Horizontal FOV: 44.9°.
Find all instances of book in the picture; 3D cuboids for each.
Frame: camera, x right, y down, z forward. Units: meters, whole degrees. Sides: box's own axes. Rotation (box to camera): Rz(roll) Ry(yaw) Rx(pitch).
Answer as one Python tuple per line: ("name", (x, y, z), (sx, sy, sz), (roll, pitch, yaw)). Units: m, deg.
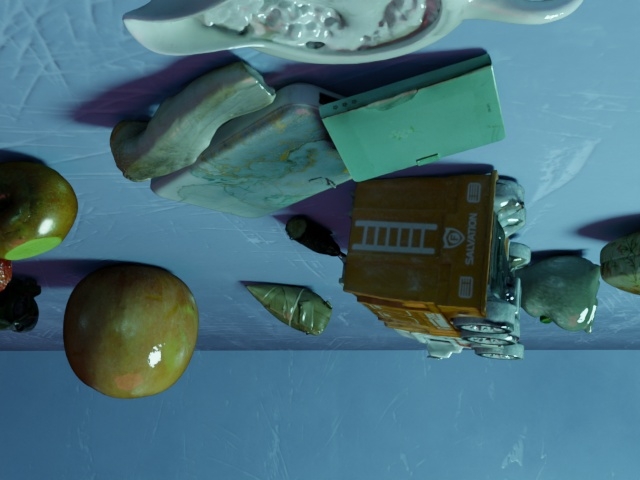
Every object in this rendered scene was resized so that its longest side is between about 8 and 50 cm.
("book", (0.078, -0.094, 0.627), (0.135, 0.017, 0.103), (-16, 149, 12))

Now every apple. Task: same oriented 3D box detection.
("apple", (-0.314, -0.034, 0.817), (0.114, 0.099, 0.102), (-27, 169, 4))
("apple", (-0.334, 0.163, 1.350), (0.253, 0.254, 0.253), (0, 166, 0))

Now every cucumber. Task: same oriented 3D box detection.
("cucumber", (0.000, 0.000, 1.079), (0.039, 0.043, 0.163), (-47, 157, 8))

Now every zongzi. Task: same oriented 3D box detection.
("zongzi", (-0.074, 0.120, 1.551), (0.178, 0.081, 0.189), (24, 177, -7))

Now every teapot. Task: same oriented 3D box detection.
("teapot", (0.019, -0.140, 0.382), (0.226, 0.092, 0.145), (-1, 169, 1))

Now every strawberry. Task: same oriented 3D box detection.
("strawberry", (-0.514, 0.037, 1.167), (0.083, 0.083, 0.096), (-4, 159, 18))

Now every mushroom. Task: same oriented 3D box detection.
("mushroom", (-0.110, -0.101, 0.649), (0.059, 0.054, 0.202), (5, 161, -41))

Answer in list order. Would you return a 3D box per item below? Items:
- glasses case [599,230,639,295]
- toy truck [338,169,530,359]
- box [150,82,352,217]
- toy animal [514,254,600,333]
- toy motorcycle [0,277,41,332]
("glasses case", (0.582, 0.047, 1.118), (0.425, 0.098, 0.156), (8, 169, -30))
("toy truck", (0.157, 0.047, 0.995), (0.207, 0.173, 0.387), (3, 165, 18))
("box", (-0.047, -0.077, 0.752), (0.142, 0.044, 0.285), (15, 160, -33))
("toy animal", (0.334, 0.066, 1.252), (0.236, 0.138, 0.108), (19, -145, 23))
("toy motorcycle", (-0.634, 0.114, 1.405), (0.205, 0.127, 0.275), (-4, 172, 23))
